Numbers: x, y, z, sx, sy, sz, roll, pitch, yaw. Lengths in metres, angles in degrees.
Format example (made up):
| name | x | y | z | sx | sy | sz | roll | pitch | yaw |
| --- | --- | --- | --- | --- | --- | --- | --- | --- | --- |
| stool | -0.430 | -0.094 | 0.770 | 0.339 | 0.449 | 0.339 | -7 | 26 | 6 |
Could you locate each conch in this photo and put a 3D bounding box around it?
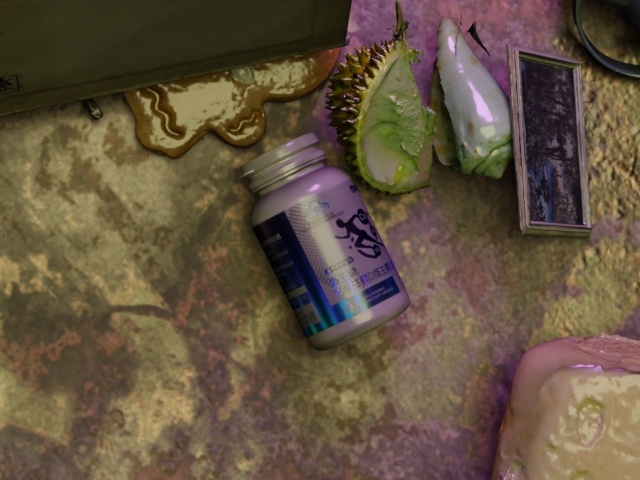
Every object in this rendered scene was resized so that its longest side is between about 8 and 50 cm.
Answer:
| name | x | y | z | sx | sy | sz | roll | pitch | yaw |
| --- | --- | --- | --- | --- | --- | --- | --- | --- | --- |
| conch | 0.138 | -0.132 | 1.881 | 0.079 | 0.106 | 0.170 | -2 | 67 | -40 |

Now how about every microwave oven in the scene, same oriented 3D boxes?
| name | x | y | z | sx | sy | sz | roll | pitch | yaw |
| --- | --- | --- | --- | --- | --- | --- | --- | --- | --- |
| microwave oven | -0.184 | -0.301 | 1.699 | 0.394 | 0.333 | 0.247 | -12 | 73 | -7 |

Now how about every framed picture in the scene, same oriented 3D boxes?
| name | x | y | z | sx | sy | sz | roll | pitch | yaw |
| --- | --- | --- | --- | --- | --- | --- | --- | --- | --- |
| framed picture | 0.225 | -0.094 | 1.877 | 0.011 | 0.142 | 0.183 | -7 | 85 | 35 |

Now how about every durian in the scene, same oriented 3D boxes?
| name | x | y | z | sx | sy | sz | roll | pitch | yaw |
| --- | --- | --- | --- | --- | --- | --- | --- | --- | --- |
| durian | 0.056 | -0.125 | 1.830 | 0.100 | 0.086 | 0.215 | -19 | 131 | -8 |

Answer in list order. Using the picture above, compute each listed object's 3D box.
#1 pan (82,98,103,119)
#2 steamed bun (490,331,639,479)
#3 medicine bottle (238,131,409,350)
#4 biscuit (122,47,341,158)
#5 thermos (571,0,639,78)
| name | x | y | z | sx | sy | sz | roll | pitch | yaw |
| --- | --- | --- | --- | --- | --- | --- | --- | --- | --- |
| pan | -0.243 | -0.162 | 1.849 | 0.068 | 0.023 | 0.115 | -32 | 88 | -11 |
| steamed bun | 0.288 | 0.208 | 1.838 | 0.273 | 0.166 | 0.232 | 6 | 97 | -3 |
| medicine bottle | 0.000 | 0.000 | 1.833 | 0.107 | 0.107 | 0.191 | -26 | 90 | -10 |
| biscuit | -0.084 | -0.185 | 1.872 | 0.249 | 0.035 | 0.184 | -26 | 90 | -11 |
| thermos | 0.375 | -0.240 | 1.905 | 0.286 | 0.145 | 0.182 | 10 | 117 | -6 |
